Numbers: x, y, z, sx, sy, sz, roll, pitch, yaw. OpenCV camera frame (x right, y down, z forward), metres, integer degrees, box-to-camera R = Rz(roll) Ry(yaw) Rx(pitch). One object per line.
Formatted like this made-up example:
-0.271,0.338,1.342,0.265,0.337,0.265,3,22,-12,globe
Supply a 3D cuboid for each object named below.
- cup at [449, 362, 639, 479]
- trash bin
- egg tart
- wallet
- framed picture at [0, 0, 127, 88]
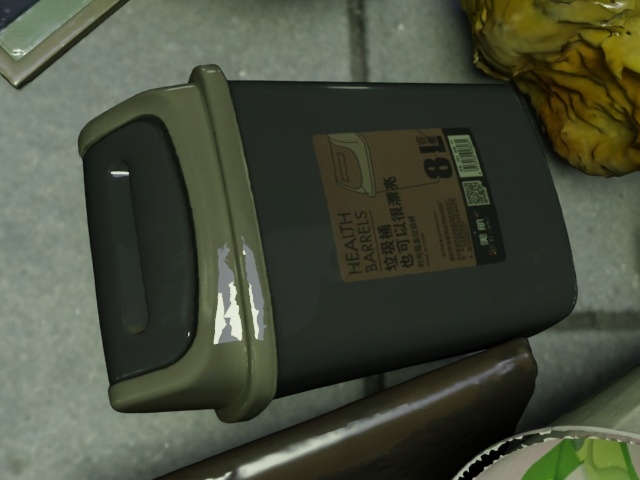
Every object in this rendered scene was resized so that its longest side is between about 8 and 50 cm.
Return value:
0.234,0.166,0.427,0.273,0.253,0.253,-24,87,-43,cup
0.000,0.000,0.499,0.290,0.182,0.210,-6,72,-19,trash bin
0.200,-0.116,0.513,0.297,0.297,0.132,27,95,-7,egg tart
-0.008,0.163,0.483,0.309,0.165,0.042,-19,49,-14,wallet
-0.249,-0.277,0.569,0.281,0.019,0.209,44,75,-4,framed picture
